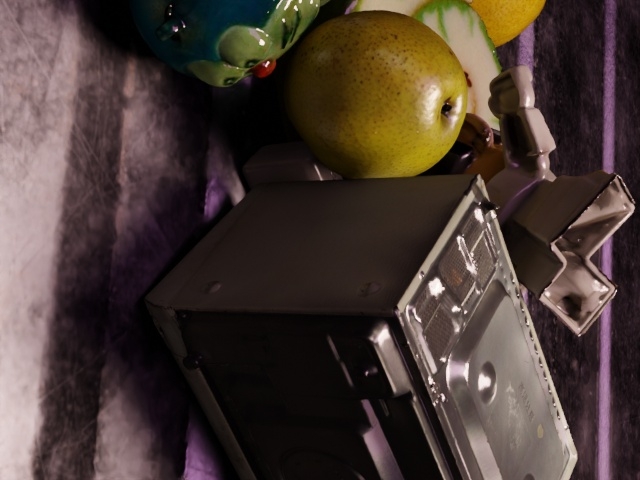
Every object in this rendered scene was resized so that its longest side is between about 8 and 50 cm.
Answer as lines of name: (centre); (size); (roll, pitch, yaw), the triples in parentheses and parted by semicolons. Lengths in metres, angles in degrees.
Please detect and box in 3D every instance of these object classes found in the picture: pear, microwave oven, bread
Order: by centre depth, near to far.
pear: (0.055, -0.149, 1.321); (0.198, 0.198, 0.198); (9, 79, -57)
microwave oven: (0.049, 0.161, 1.321); (0.247, 0.333, 0.394); (-52, 130, -40)
bread: (0.094, -0.203, 1.584); (0.366, 0.129, 0.382); (20, 76, -48)
pear: (0.208, -0.368, 1.727); (0.209, 0.209, 0.209); (9, 79, -57)

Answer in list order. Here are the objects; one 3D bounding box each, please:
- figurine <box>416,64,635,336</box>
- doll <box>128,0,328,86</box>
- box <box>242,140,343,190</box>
figurine: (0.197, -0.041, 1.384); (0.143, 0.308, 0.308); (3, 84, -44)
doll: (-0.076, -0.274, 1.281); (0.186, 0.198, 0.322); (48, 39, -9)
box: (0.000, 0.000, 1.457); (0.055, 0.103, 0.244); (-54, 130, -45)
